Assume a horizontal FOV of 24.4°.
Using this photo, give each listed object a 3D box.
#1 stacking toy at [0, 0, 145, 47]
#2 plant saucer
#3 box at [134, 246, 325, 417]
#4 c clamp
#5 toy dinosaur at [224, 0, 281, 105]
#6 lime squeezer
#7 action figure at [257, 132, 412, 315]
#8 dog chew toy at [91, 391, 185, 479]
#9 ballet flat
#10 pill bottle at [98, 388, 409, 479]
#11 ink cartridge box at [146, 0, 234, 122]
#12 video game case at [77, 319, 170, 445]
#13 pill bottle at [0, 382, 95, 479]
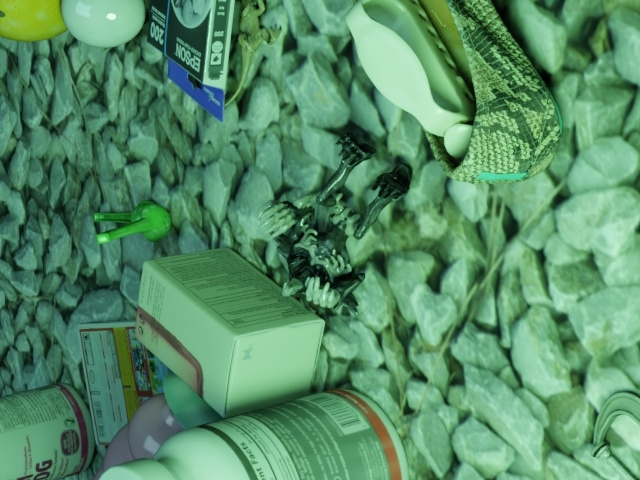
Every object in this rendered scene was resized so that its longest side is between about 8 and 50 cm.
[{"bbox_3d":[-0.455,-0.418,2.217,0.480,0.351,0.350,25,118,26],"label":"stacking toy"},{"bbox_3d":[-0.125,0.232,2.011,0.037,0.195,0.195,-49,59,20],"label":"plant saucer"},{"bbox_3d":[-0.127,0.120,1.997,0.232,0.149,0.126,36,124,44],"label":"box"},{"bbox_3d":[0.339,0.245,1.561,0.160,0.022,0.137,52,134,29],"label":"c clamp"},{"bbox_3d":[-0.093,-0.269,1.961,0.093,0.053,0.183,-167,76,-66],"label":"toy dinosaur"},{"bbox_3d":[-0.279,-0.021,2.203,0.310,0.110,0.058,-144,30,-78],"label":"lime squeezer"},{"bbox_3d":[0.000,0.000,1.829,0.164,0.141,0.275,46,130,19],"label":"action figure"},{"bbox_3d":[-0.224,0.341,2.109,0.206,0.207,0.331,52,143,30],"label":"dog chew toy"},{"bbox_3d":[0.091,-0.269,1.617,0.164,0.182,0.482,-48,62,46],"label":"ballet flat"},{"bbox_3d":[-0.084,0.319,1.826,0.210,0.363,0.210,16,111,49],"label":"pill bottle"},{"bbox_3d":[-0.180,-0.289,2.025,0.206,0.045,0.208,40,129,54],"label":"ink cartridge box"},{"bbox_3d":[-0.289,0.226,2.325,0.285,0.025,0.204,-6,94,51],"label":"video game case"},{"bbox_3d":[-0.532,0.341,2.445,0.160,0.283,0.160,16,111,48],"label":"pill bottle"}]
